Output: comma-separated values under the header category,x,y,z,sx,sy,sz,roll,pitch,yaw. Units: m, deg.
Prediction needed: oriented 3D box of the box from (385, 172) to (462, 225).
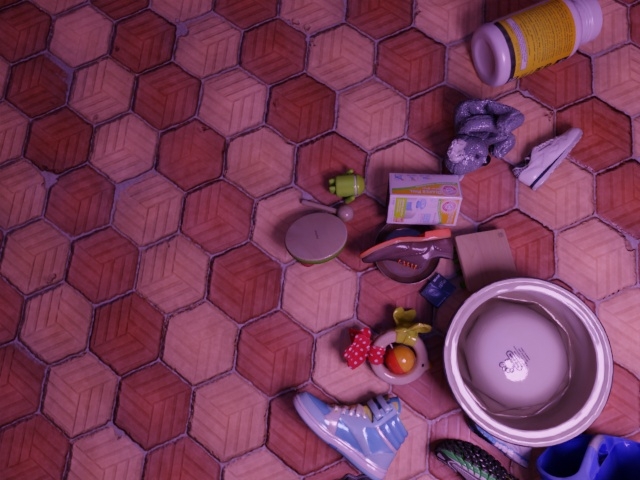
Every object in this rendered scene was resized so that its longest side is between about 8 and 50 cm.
category,x,y,z,sx,sy,sz,roll,pitch,yaw
box,0.296,-0.119,1.322,0.202,0.114,0.103,3,46,4

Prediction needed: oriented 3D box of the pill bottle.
category,x,y,z,sx,sy,sz,roll,pitch,yaw
pill bottle,0.646,-0.608,1.370,0.333,0.188,0.188,-22,79,0

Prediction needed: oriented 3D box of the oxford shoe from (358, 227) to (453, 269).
category,x,y,z,sx,sy,sz,roll,pitch,yaw
oxford shoe,0.245,0.038,1.287,0.271,0.097,0.099,-12,85,2

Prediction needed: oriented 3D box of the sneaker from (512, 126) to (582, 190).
category,x,y,z,sx,sy,sz,roll,pitch,yaw
sneaker,0.679,-0.260,1.358,0.094,0.090,0.235,41,83,20

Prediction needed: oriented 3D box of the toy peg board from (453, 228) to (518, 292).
category,x,y,z,sx,sy,sz,roll,pitch,yaw
toy peg board,0.464,0.062,1.323,0.160,0.079,0.162,-9,79,-14

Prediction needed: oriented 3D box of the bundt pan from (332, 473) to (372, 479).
category,x,y,z,sx,sy,sz,roll,pitch,yaw
bundt pan,0.105,0.795,1.173,0.330,0.124,0.331,-1,79,3

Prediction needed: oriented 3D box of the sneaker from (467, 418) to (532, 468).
category,x,y,z,sx,sy,sz,roll,pitch,yaw
sneaker,0.489,0.523,1.233,0.190,0.071,0.083,35,77,1

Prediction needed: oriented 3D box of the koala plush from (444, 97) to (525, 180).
category,x,y,z,sx,sy,sz,roll,pitch,yaw
koala plush,0.439,-0.282,1.333,0.203,0.196,0.221,33,83,21

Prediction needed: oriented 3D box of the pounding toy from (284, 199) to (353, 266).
category,x,y,z,sx,sy,sz,roll,pitch,yaw
pounding toy,0.000,0.000,1.357,0.182,0.110,0.237,7,50,16

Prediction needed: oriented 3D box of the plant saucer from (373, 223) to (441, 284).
category,x,y,z,sx,sy,sz,roll,pitch,yaw
plant saucer,0.255,0.033,1.352,0.198,0.036,0.199,-1,79,3

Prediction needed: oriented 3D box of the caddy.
category,x,y,z,sx,sy,sz,roll,pitch,yaw
caddy,0.665,0.560,1.084,0.241,0.341,0.180,-9,84,42

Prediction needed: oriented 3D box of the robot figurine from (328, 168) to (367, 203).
category,x,y,z,sx,sy,sz,roll,pitch,yaw
robot figurine,0.083,-0.167,1.386,0.115,0.067,0.101,-4,74,3

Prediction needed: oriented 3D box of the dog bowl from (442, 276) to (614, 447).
category,x,y,z,sx,sy,sz,roll,pitch,yaw
dog bowl,0.513,0.303,1.186,0.407,0.150,0.409,-1,80,4

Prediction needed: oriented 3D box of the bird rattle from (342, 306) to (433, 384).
category,x,y,z,sx,sy,sz,roll,pitch,yaw
bird rattle,0.199,0.310,1.263,0.253,0.143,0.207,-31,95,1

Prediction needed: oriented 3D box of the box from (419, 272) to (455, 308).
category,x,y,z,sx,sy,sz,roll,pitch,yaw
box,0.343,0.147,1.333,0.067,0.018,0.083,43,85,10

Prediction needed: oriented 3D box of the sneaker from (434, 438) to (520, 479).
category,x,y,z,sx,sy,sz,roll,pitch,yaw
sneaker,0.436,0.657,1.173,0.343,0.134,0.146,38,98,17

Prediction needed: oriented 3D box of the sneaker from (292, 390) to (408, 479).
category,x,y,z,sx,sy,sz,roll,pitch,yaw
sneaker,0.096,0.467,1.238,0.319,0.127,0.208,39,86,0
